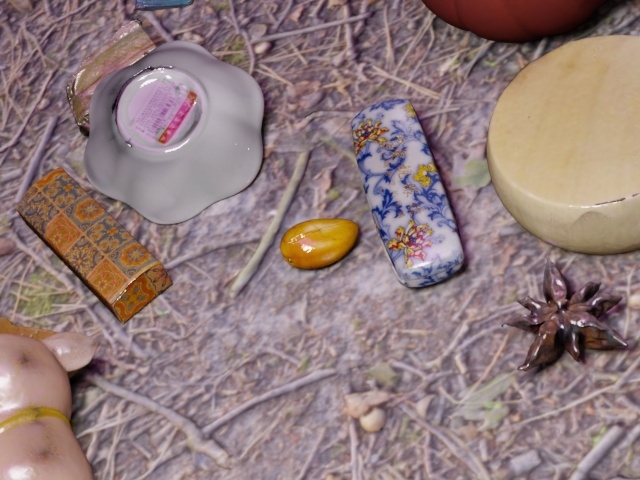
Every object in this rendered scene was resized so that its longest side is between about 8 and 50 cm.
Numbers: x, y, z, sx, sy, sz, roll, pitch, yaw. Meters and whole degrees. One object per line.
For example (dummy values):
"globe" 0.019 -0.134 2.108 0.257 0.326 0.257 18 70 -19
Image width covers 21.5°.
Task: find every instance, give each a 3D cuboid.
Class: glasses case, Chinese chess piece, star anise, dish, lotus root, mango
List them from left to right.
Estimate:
"glasses case" -0.262 0.001 1.925 0.075 0.049 0.218 -39 51 -13
"lotus root" -0.234 -0.178 2.044 0.144 0.070 0.143 -29 66 -2
"dish" -0.176 -0.137 1.939 0.229 0.081 0.229 -2 72 7
"mango" 0.000 0.000 1.835 0.089 0.046 0.060 -23 48 -4
"glasses case" 0.091 -0.055 1.833 0.087 0.065 0.248 -21 50 6
"star anise" 0.240 0.068 1.689 0.124 0.056 0.129 -14 50 10
"Chinese chess piece" 0.299 -0.100 1.775 0.251 0.097 0.251 -10 50 13

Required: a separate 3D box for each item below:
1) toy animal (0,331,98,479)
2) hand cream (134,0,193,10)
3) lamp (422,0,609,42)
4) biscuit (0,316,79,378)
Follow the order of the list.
"toy animal" -0.312 0.211 1.714 0.149 0.165 0.248 -35 58 36
"hand cream" -0.192 -0.395 2.221 0.083 0.048 0.224 -3 57 14
"lamp" 0.222 -0.373 1.904 0.303 0.257 0.303 -1 87 32
"biscuit" -0.373 0.148 1.860 0.250 0.035 0.162 -11 56 12
